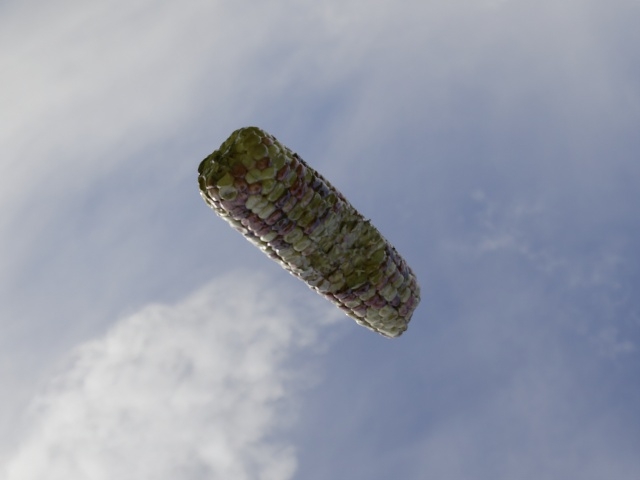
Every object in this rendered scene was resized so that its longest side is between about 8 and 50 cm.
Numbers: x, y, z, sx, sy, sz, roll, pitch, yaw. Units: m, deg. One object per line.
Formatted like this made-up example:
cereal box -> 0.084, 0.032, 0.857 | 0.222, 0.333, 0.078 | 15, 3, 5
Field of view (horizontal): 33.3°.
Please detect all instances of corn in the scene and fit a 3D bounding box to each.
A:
corn -> 0.000, 0.000, 1.063 | 0.098, 0.290, 0.098 | -36, -151, 24
